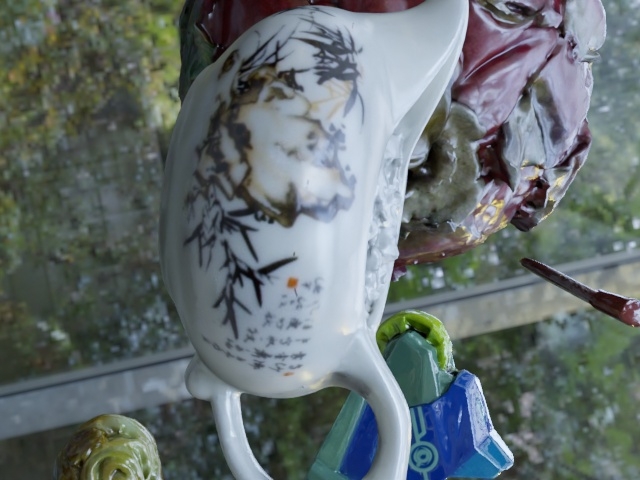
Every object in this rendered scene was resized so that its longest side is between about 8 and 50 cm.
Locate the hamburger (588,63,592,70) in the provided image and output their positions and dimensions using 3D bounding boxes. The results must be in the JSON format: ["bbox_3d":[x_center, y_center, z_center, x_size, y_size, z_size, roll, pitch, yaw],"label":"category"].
[{"bbox_3d":[0.117,-0.269,1.248,0.287,0.268,0.445,7,-86,41],"label":"hamburger"}]

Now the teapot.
[{"bbox_3d":[0.000,0.000,0.664,0.208,0.166,0.299,101,-10,-85],"label":"teapot"}]

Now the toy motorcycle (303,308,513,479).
[{"bbox_3d":[0.094,0.250,1.368,0.326,0.200,0.191,-63,165,17],"label":"toy motorcycle"}]

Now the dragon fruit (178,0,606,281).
[{"bbox_3d":[0.045,-0.133,0.910,0.329,0.329,0.329,169,-90,-77],"label":"dragon fruit"}]

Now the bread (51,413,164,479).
[{"bbox_3d":[-0.181,0.221,1.020,0.087,0.098,0.269,38,-29,8],"label":"bread"}]

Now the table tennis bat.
[{"bbox_3d":[0.205,0.041,0.932,0.019,0.098,0.155,-61,-167,2],"label":"table tennis bat"}]
